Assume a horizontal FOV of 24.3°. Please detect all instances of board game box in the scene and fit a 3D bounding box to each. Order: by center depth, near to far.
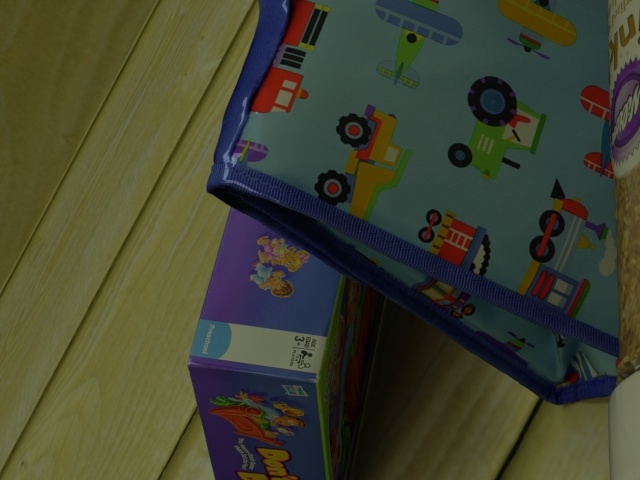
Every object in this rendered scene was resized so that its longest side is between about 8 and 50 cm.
[{"bbox_3d":[0.000,0.000,1.011,0.233,0.078,0.347,85,-165,-55],"label":"board game box"}]

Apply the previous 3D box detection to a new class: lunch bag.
[{"bbox_3d":[0.085,-0.072,0.774,0.138,0.293,0.221,-13,52,62],"label":"lunch bag"}]

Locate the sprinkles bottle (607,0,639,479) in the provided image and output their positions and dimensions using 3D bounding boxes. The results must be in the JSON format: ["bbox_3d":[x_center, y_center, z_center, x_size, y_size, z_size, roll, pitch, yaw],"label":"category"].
[{"bbox_3d":[0.189,-0.050,0.669,0.121,0.121,0.355,-32,47,52],"label":"sprinkles bottle"}]
